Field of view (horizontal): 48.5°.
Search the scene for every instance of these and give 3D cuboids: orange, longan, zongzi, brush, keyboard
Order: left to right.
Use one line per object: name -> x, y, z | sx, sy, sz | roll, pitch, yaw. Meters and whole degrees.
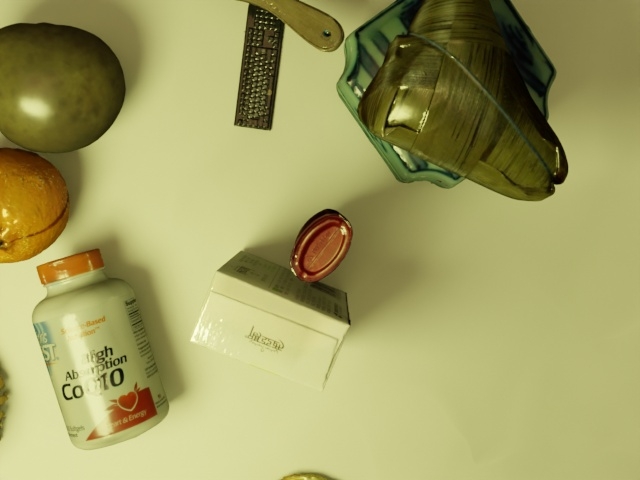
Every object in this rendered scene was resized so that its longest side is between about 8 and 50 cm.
orange -> -0.479, -0.049, 1.075 | 0.193, 0.193, 0.161 | -26, 61, 2
longan -> -0.408, -0.229, 1.065 | 0.220, 0.196, 0.197 | 15, 94, -6
brush -> -0.102, -0.391, 1.080 | 0.327, 0.065, 0.070 | 36, 88, 12
keyboard -> -0.099, -0.280, 1.150 | 0.063, 0.010, 0.198 | 7, 94, -2
zongzi -> 0.230, -0.230, 0.938 | 0.286, 0.138, 0.300 | 23, 94, -6

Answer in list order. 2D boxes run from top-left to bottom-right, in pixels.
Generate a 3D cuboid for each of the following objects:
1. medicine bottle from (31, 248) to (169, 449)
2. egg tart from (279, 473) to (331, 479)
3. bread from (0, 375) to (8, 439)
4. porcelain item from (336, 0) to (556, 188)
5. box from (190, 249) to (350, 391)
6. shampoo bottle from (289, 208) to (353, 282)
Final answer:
medicine bottle -> -0.350, 0.162, 1.105 | 0.156, 0.157, 0.289 | -17, 94, 1
egg tart -> -0.026, 0.481, 1.169 | 0.191, 0.074, 0.191 | 0, 94, 3
bread -> -0.642, 0.267, 1.119 | 0.274, 0.149, 0.274 | 0, 94, -7
porcelain item -> 0.188, -0.241, 1.082 | 0.285, 0.157, 0.281 | -33, 92, 1
box -> -0.064, 0.108, 1.051 | 0.194, 0.260, 0.111 | 22, 97, 0
shampoo bottle -> 0.000, 0.000, 1.042 | 0.064, 0.260, 0.102 | 36, 94, -3
